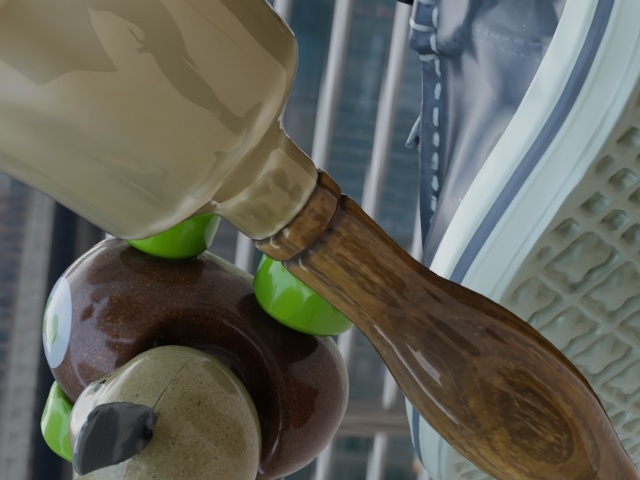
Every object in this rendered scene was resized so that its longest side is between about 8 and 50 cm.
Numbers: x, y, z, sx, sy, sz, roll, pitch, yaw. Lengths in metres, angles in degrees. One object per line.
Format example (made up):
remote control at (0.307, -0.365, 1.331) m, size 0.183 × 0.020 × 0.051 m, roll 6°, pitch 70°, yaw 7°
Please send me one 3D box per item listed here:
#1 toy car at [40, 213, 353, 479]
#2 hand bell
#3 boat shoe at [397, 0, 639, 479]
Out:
toy car at (-0.080, 0.077, 0.706) m, size 0.188 × 0.149 × 0.155 m, roll -47°, pitch -19°, yaw -60°
hand bell at (0.000, 0.000, 0.412) m, size 0.126 × 0.242 × 0.126 m, roll -40°, pitch 23°, yaw 21°
boat shoe at (0.120, -0.090, 0.576) m, size 0.156 × 0.187 × 0.500 m, roll -114°, pitch 22°, yaw -43°
